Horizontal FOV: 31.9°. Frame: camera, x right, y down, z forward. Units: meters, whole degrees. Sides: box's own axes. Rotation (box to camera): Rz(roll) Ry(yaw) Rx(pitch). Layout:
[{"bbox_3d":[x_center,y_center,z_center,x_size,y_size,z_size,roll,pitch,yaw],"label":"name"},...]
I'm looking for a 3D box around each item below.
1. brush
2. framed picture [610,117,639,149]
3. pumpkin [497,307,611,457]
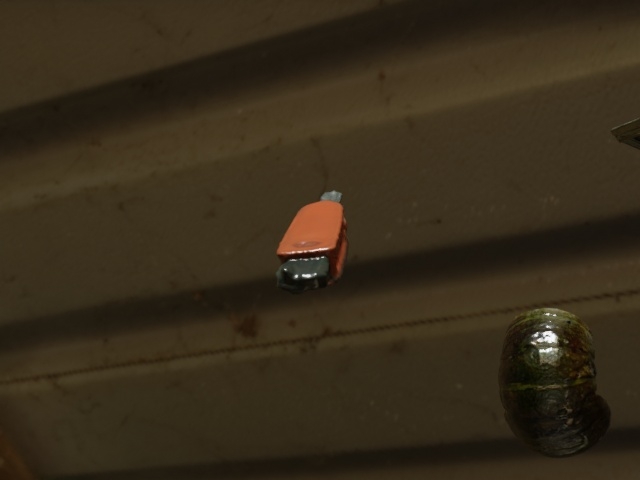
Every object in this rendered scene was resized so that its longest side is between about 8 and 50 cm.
[{"bbox_3d":[0.000,0.001,1.327,0.070,0.323,0.051,-6,-72,11],"label":"brush"},{"bbox_3d":[0.501,-0.101,1.377,0.232,0.296,0.019,24,-92,-1],"label":"framed picture"},{"bbox_3d":[0.269,0.183,1.303,0.119,0.107,0.183,-13,-72,22],"label":"pumpkin"}]
